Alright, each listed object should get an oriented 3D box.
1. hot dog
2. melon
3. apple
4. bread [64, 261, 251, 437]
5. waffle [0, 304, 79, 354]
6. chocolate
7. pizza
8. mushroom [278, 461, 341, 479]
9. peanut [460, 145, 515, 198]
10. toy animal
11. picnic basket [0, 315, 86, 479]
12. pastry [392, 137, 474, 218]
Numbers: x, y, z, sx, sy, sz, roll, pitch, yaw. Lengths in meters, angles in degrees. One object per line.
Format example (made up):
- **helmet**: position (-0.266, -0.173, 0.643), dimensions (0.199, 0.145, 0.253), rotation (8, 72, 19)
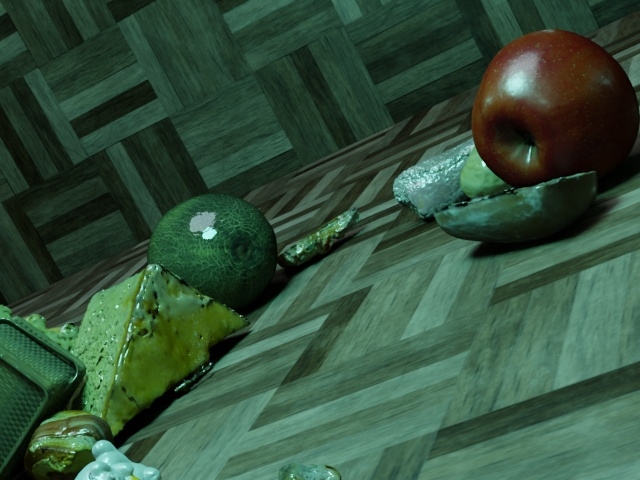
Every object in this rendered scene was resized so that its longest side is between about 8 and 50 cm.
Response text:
- **hot dog**: position (-0.365, 0.312, 1.743), dimensions (0.123, 0.093, 0.261), rotation (-13, 8, -2)
- **melon**: position (-0.212, 0.027, 2.307), dimensions (0.237, 0.237, 0.302), rotation (-34, 12, -27)
- **apple**: position (0.363, -0.192, 1.872), dimensions (0.260, 0.260, 0.216), rotation (-16, 16, 48)
- **bread**: position (-0.279, 0.227, 2.016), dimensions (0.248, 0.279, 0.315), rotation (-20, 56, 42)
- **waffle**: position (-0.532, 0.199, 2.169), dimensions (0.304, 0.077, 0.348), rotation (-11, -24, 43)
- **chocolate**: position (0.292, -0.039, 1.770), dimensions (0.161, 0.083, 0.261), rotation (-15, 1, -37)
- **pizza**: position (0.000, 0.000, 2.407), dimensions (0.195, 0.052, 0.185), rotation (-33, 4, -2)
- **mushroom**: position (-0.061, 0.280, 1.134), dimensions (0.225, 0.093, 0.116), rotation (-45, -2, -42)
- **peanut**: position (0.361, -0.163, 2.066), dimensions (0.274, 0.125, 0.111), rotation (-26, -8, 11)
- **toy animal**: position (-0.271, 0.335, 1.480), dimensions (0.127, 0.131, 0.182), rotation (-58, -7, 18)
- **picnic basket**: position (-0.513, 0.266, 1.896), dimensions (0.266, 0.165, 0.139), rotation (-56, -5, 17)
- **pastry**: position (0.266, -0.128, 2.212), dimensions (0.265, 0.103, 0.112), rotation (-32, 18, -9)
